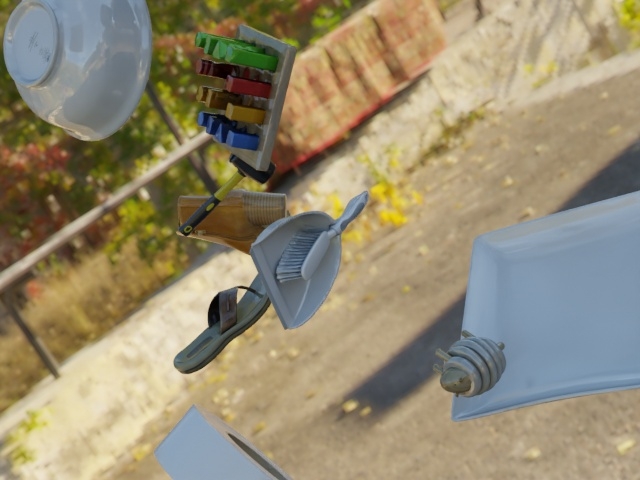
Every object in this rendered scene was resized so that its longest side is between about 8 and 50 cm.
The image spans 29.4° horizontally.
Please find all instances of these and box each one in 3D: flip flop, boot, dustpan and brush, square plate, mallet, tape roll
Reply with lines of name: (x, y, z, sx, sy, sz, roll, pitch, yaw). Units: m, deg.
flip flop: (-0.193, 0.149, 2.412, 0.277, 0.080, 0.112, -42, 19, -15)
boot: (-0.163, -0.020, 2.307, 0.211, 0.104, 0.295, 0, -24, 3)
dustpan and brush: (0.000, 0.000, 1.601, 0.060, 0.147, 0.211, 0, 39, 31)
square plate: (0.363, 0.097, 1.773, 0.347, 0.049, 0.344, -17, 45, 34)
mallet: (-0.134, -0.062, 1.744, 0.189, 0.062, 0.039, -50, 20, 35)
tape roll: (-0.120, 0.381, 1.896, 0.100, 0.286, 0.286, -50, 15, -5)

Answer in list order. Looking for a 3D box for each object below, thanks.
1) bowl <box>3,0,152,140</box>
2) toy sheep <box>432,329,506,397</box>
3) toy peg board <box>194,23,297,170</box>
bowl: (-0.417, -0.312, 1.971, 0.298, 0.297, 0.134, -20, -13, 41)
toy sheep: (0.217, 0.175, 1.730, 0.132, 0.091, 0.091, -34, 12, -34)
toy peg board: (-0.115, -0.191, 1.562, 0.079, 0.160, 0.161, 7, 15, -29)
